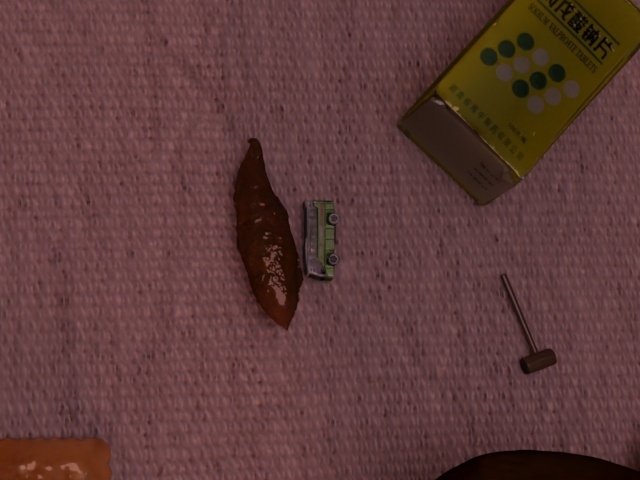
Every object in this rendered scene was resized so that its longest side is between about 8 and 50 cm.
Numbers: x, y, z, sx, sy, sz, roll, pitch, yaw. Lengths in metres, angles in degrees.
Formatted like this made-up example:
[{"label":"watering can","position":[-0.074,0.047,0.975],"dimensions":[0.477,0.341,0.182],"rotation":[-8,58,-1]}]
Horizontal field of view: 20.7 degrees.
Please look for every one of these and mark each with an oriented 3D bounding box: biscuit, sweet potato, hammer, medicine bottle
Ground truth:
[{"label":"biscuit","position":[-0.271,0.307,1.669],"dimensions":[0.160,0.030,0.249],"rotation":[3,67,-16]},{"label":"sweet potato","position":[-0.056,-0.006,1.802],"dimensions":[0.068,0.060,0.205],"rotation":[-1,77,-54]},{"label":"hammer","position":[0.217,0.087,1.884],"dimensions":[0.036,0.019,0.110],"rotation":[-19,84,-19]},{"label":"medicine bottle","position":[0.220,-0.175,1.869],"dimensions":[0.137,0.141,0.250],"rotation":[43,72,-2]}]

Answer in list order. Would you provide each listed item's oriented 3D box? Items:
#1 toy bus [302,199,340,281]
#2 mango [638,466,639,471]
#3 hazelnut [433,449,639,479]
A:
[{"label":"toy bus","position":[0.000,0.000,1.829],"dimensions":[0.037,0.031,0.083],"rotation":[2,80,-9]},{"label":"mango","position":[0.403,0.303,1.852],"dimensions":[0.147,0.109,0.227],"rotation":[4,81,-20]},{"label":"hazelnut","position":[0.240,0.390,1.665],"dimensions":[0.429,0.402,0.402],"rotation":[21,75,6]}]
